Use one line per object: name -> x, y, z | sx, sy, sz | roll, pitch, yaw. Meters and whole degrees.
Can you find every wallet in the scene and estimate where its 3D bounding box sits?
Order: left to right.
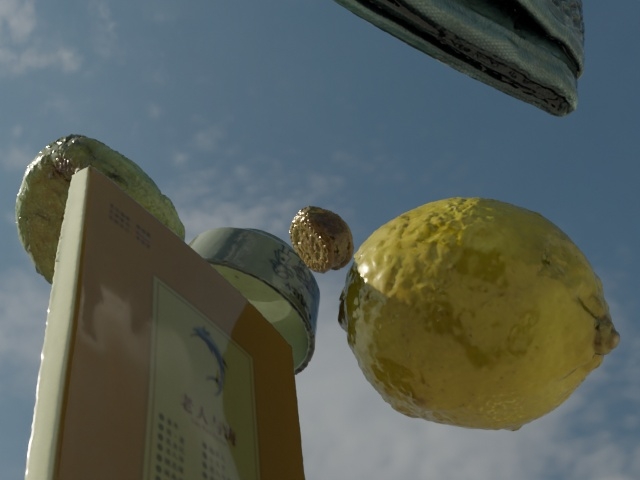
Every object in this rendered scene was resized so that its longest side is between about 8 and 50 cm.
wallet -> 0.098, -0.262, 0.723 | 0.237, 0.342, 0.075 | 27, -44, -18

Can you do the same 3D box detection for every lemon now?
lemon -> 0.173, 0.080, 1.111 | 0.322, 0.268, 0.268 | 9, -46, 22

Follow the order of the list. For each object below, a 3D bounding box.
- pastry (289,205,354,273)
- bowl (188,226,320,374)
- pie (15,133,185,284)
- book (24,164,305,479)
pastry -> 0.000, 0.000, 1.479 | 0.057, 0.097, 0.109 | -28, -66, -39
bowl -> -0.089, 0.062, 1.204 | 0.211, 0.112, 0.211 | 14, -41, 13
pie -> -0.325, -0.020, 1.454 | 0.277, 0.078, 0.277 | 13, -56, 20
book -> -0.086, 0.148, 0.671 | 0.032, 0.389, 0.269 | -30, -53, 18
